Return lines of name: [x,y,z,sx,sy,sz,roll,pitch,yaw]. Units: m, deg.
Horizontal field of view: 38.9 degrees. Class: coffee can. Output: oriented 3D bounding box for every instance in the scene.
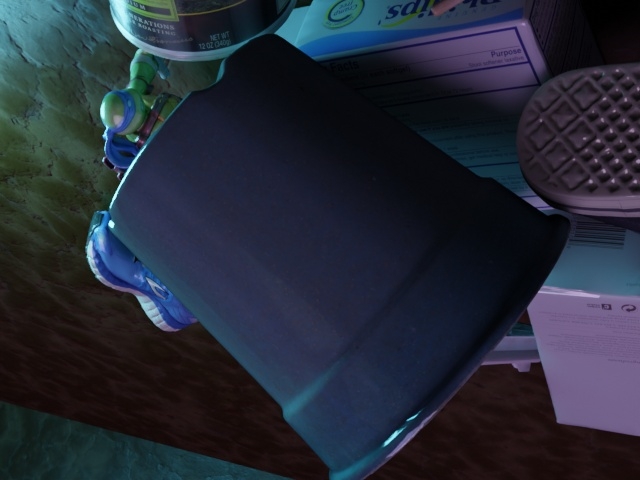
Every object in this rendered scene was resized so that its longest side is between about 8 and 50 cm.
coffee can: [-0.128,-0.333,0.835,0.202,0.201,0.275,13,150,12]

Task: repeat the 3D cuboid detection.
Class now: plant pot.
plant pot: [0.000,0.000,0.882,0.334,0.341,0.341,41,149,1]

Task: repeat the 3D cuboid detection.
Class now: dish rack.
dish rack: [0.183,0.151,1.393,0.286,0.072,0.333,9,-179,41]

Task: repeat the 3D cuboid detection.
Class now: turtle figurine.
turtle figurine: [-0.141,-0.190,1.127,0.198,0.274,0.266,0,170,27]

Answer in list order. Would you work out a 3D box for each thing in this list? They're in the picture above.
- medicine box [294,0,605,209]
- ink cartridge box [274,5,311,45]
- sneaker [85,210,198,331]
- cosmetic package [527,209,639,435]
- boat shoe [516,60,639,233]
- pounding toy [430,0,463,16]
medicine box: [0.158,-0.167,0.995,0.264,0.149,0.289,-3,143,33]
ink cartridge box: [0.004,-0.158,1.096,0.087,0.153,0.208,1,144,29]
sneaker: [-0.297,0.045,1.665,0.147,0.129,0.330,-16,140,24]
cosmetic package: [0.386,0.086,1.219,0.156,0.217,0.385,5,145,23]
boat shoe: [0.413,-0.066,0.738,0.500,0.186,0.156,6,173,38]
pounding toy: [0.174,-0.264,0.770,0.130,0.141,0.100,13,151,12]
